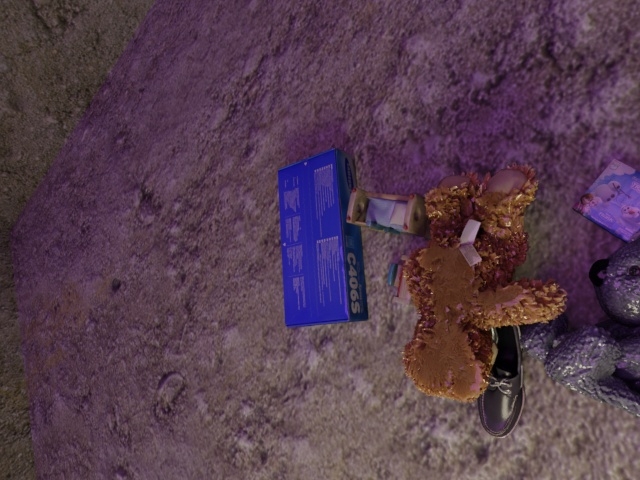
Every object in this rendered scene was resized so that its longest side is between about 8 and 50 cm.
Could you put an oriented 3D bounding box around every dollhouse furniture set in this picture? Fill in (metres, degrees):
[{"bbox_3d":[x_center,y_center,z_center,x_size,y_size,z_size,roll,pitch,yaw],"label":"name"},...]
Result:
[{"bbox_3d":[0.124,0.012,0.814,0.129,0.128,0.184,11,89,39],"label":"dollhouse furniture set"}]

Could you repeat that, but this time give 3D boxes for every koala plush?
[{"bbox_3d":[0.397,0.090,0.558,0.203,0.196,0.222,22,94,10],"label":"koala plush"}]

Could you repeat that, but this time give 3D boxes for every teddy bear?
[{"bbox_3d":[0.214,0.052,0.642,0.245,0.113,0.339,-18,62,39],"label":"teddy bear"}]

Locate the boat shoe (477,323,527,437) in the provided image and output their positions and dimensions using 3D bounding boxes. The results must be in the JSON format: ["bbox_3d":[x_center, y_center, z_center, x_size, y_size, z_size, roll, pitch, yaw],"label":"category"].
[{"bbox_3d":[0.276,0.203,0.702,0.075,0.064,0.206,8,88,39],"label":"boat shoe"}]

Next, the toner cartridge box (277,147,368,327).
[{"bbox_3d":[0.000,0.000,0.950,0.165,0.075,0.349,-12,75,35],"label":"toner cartridge box"}]

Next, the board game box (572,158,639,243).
[{"bbox_3d":[0.433,-0.056,0.652,0.090,0.020,0.090,45,109,34],"label":"board game box"}]
